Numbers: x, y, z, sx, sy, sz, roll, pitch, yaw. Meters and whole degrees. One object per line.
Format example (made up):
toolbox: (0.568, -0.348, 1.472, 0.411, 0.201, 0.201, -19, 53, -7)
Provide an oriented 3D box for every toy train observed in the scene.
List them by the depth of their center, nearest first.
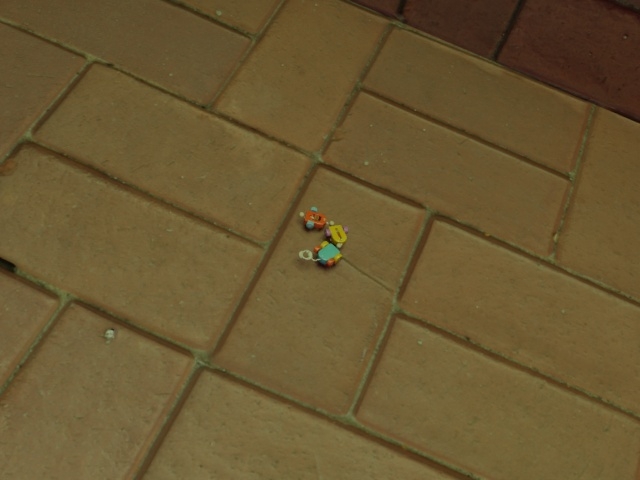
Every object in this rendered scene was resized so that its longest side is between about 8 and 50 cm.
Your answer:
toy train: (0.000, 0.000, 1.999, 0.125, 0.046, 0.166, 12, 50, -3)
